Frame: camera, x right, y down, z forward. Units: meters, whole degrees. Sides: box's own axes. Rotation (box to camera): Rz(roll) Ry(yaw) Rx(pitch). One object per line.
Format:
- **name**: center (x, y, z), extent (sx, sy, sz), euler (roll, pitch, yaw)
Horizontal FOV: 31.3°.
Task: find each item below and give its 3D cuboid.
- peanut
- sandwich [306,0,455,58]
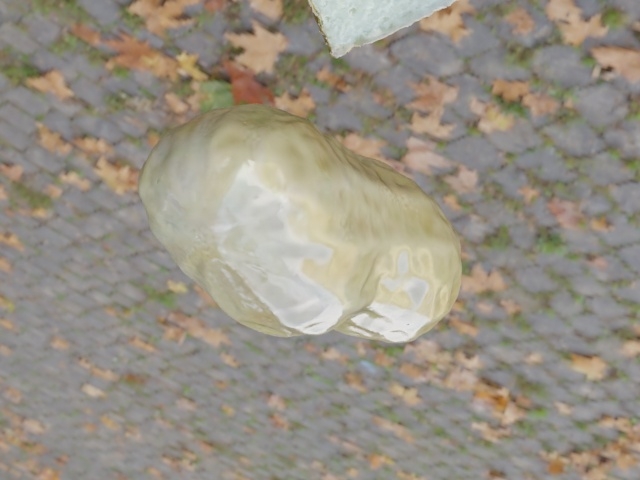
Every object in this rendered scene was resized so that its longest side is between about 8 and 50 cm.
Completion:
- **peanut**: center (0.000, 0.000, 0.844), extent (0.152, 0.152, 0.313), euler (3, 168, 36)
- **sandwich**: center (0.053, -0.333, 1.141), extent (0.226, 0.087, 0.251), euler (-24, 134, 12)
